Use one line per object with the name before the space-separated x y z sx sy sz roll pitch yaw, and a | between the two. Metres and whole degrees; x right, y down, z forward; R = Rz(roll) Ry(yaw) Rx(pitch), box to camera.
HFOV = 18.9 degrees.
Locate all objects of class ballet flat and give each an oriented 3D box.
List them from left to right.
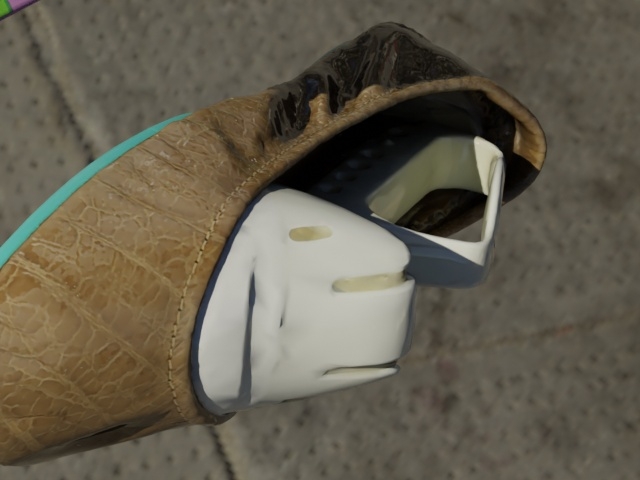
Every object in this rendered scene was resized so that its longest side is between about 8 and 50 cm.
ballet flat | 0.000 0.000 0.757 0.124 0.116 0.342 18 26 22

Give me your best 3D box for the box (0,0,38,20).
box | -0.197 -0.140 0.673 0.243 0.117 0.213 -32 36 -16
